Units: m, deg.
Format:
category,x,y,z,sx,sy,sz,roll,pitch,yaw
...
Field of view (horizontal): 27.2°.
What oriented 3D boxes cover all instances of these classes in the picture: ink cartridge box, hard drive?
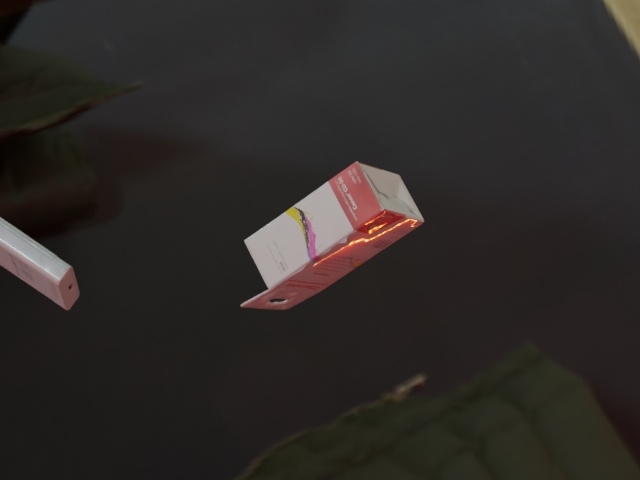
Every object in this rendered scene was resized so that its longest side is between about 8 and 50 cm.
category,x,y,z,sx,sy,sz,roll,pitch,yaw
ink cartridge box,0.000,0.000,1.441,0.198,0.115,0.067,-35,70,20
hard drive,-0.528,-0.007,2.120,0.307,0.040,0.203,34,163,3
